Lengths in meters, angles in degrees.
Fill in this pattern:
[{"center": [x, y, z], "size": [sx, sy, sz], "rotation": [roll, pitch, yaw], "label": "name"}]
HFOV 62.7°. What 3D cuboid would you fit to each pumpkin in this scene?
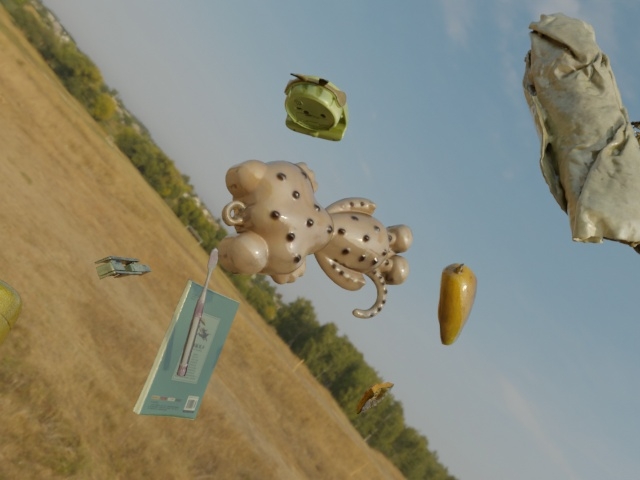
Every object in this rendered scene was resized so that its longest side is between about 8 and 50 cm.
[{"center": [0.124, 0.368, 1.246], "size": [0.035, 0.073, 0.101], "rotation": [41, 23, 30], "label": "pumpkin"}]

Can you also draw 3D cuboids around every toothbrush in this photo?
[{"center": [-0.313, 0.185, 1.345], "size": [0.024, 0.354, 0.029], "rotation": [15, 10, -13], "label": "toothbrush"}]

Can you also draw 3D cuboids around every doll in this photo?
[{"center": [0.001, -0.002, 0.659], "size": [0.277, 0.154, 0.119], "rotation": [24, -17, -31], "label": "doll"}]

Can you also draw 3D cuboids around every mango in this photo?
[{"center": [0.244, 0.118, 0.953], "size": [0.066, 0.101, 0.188], "rotation": [10, -61, 15], "label": "mango"}]

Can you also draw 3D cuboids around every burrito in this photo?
[{"center": [0.329, -0.158, 0.670], "size": [0.076, 0.117, 0.393], "rotation": [77, 13, -57], "label": "burrito"}]

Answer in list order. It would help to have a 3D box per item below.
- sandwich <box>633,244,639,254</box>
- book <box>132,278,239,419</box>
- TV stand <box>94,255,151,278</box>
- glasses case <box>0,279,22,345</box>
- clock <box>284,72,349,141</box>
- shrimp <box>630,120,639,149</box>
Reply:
[{"center": [0.549, -0.019, 0.876], "size": [0.026, 0.069, 0.101], "rotation": [-150, -114, -71], "label": "sandwich"}, {"center": [-0.372, 0.323, 1.519], "size": [0.031, 0.380, 0.264], "rotation": [13, -15, 27], "label": "book"}, {"center": [-0.437, 0.064, 1.179], "size": [0.249, 0.036, 0.042], "rotation": [98, -34, -86], "label": "TV stand"}, {"center": [-0.734, 0.154, 1.068], "size": [0.371, 0.141, 0.173], "rotation": [-17, -47, 38], "label": "glasses case"}, {"center": [-0.017, -0.350, 1.333], "size": [0.169, 0.069, 0.232], "rotation": [17, -21, 12], "label": "clock"}, {"center": [0.496, -0.201, 0.789], "size": [0.124, 0.034, 0.178], "rotation": [7, -40, 6], "label": "shrimp"}]
